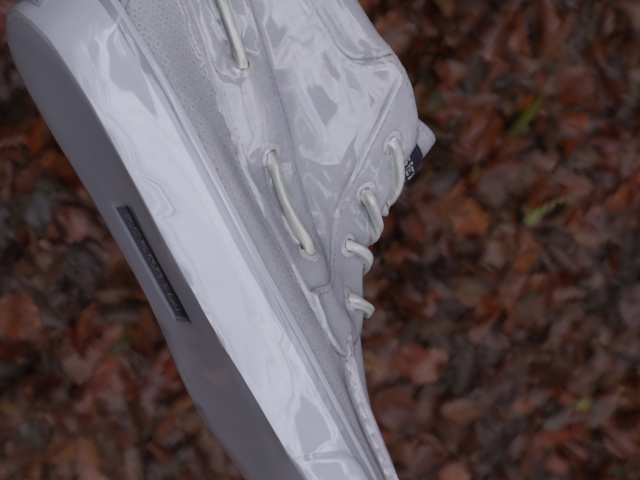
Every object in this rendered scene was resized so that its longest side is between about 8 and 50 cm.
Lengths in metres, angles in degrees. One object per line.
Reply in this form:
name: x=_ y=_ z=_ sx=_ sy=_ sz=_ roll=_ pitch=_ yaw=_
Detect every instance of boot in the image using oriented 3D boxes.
boot: x=0.000 y=0.000 z=0.519 sx=0.123 sy=0.095 sz=0.258 roll=-32 pitch=109 yaw=-21
